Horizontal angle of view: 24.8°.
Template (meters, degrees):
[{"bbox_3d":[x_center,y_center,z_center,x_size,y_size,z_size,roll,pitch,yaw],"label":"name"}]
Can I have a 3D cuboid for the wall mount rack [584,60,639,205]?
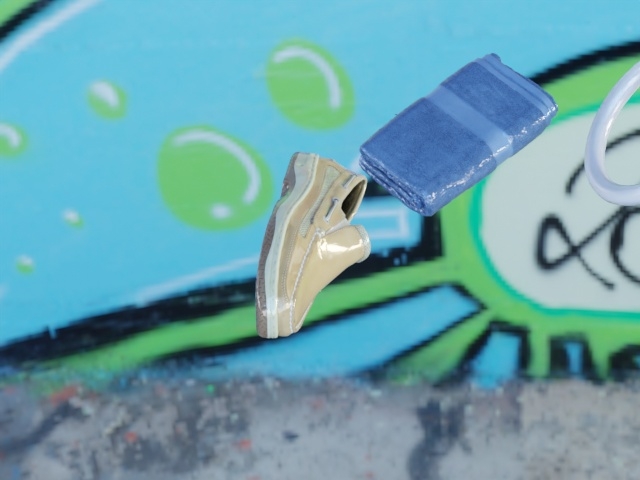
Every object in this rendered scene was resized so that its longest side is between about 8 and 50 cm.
[{"bbox_3d":[0.300,-0.031,0.777,0.350,0.130,0.304,-20,49,52],"label":"wall mount rack"}]

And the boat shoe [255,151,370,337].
[{"bbox_3d":[0.000,0.000,1.033,0.072,0.068,0.190,10,41,4],"label":"boat shoe"}]

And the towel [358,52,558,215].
[{"bbox_3d":[0.084,-0.064,0.887,0.119,0.029,0.067,-36,62,-25],"label":"towel"}]
